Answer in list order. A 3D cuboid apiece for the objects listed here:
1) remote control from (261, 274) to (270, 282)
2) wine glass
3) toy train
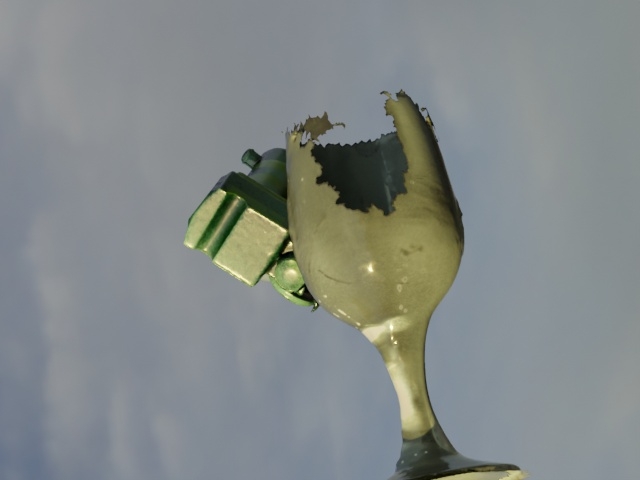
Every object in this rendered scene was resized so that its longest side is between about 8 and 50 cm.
[{"bbox_3d":[0.000,0.000,1.956,0.244,0.087,0.047,-26,-63,-61],"label":"remote control"},{"bbox_3d":[0.056,0.051,1.459,0.143,0.143,0.321,28,-135,-69],"label":"wine glass"},{"bbox_3d":[-0.027,-0.023,1.626,0.132,0.083,0.200,33,-158,-2],"label":"toy train"}]
